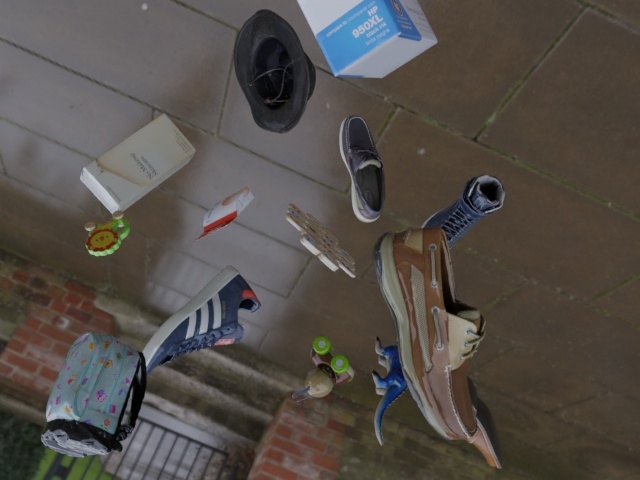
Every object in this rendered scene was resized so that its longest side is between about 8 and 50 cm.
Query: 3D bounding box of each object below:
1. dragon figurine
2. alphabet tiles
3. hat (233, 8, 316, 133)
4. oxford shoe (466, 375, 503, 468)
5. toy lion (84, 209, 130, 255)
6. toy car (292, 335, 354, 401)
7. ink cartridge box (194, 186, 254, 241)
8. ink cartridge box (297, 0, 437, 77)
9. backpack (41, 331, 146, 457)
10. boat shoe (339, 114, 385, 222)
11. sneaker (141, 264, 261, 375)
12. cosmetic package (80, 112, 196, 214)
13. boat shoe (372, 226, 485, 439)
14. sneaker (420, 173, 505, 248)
[{"bbox_3d":[0.185,0.276,1.233,0.144,0.289,0.085,-1,133,14],"label":"dragon figurine"},{"bbox_3d":[0.000,0.000,1.803,0.278,0.284,0.021,42,104,-11],"label":"alphabet tiles"},{"bbox_3d":[-0.096,-0.467,1.638,0.331,0.134,0.331,24,124,43],"label":"hat"},{"bbox_3d":[0.272,0.334,1.083,0.076,0.076,0.212,-25,106,24],"label":"oxford shoe"},{"bbox_3d":[-0.459,-0.011,1.280,0.096,0.100,0.034,51,157,36],"label":"toy lion"},{"bbox_3d":[-0.009,0.398,1.739,0.149,0.188,0.155,43,169,24],"label":"toy car"},{"bbox_3d":[-0.289,-0.077,1.718,0.145,0.179,0.045,-23,107,32],"label":"ink cartridge box"},{"bbox_3d":[0.060,-0.561,1.258,0.166,0.285,0.395,-27,91,29],"label":"ink cartridge box"},{"bbox_3d":[-0.356,0.237,0.934,0.152,0.182,0.115,-15,138,35],"label":"backpack"},{"bbox_3d":[0.118,-0.192,1.529,0.103,0.285,0.092,-5,174,-20],"label":"boat shoe"},{"bbox_3d":[-0.264,0.207,1.342,0.148,0.350,0.131,45,142,-2],"label":"sneaker"},{"bbox_3d":[-0.554,-0.233,1.817,0.160,0.309,0.113,48,150,-7],"label":"cosmetic package"},{"bbox_3d":[0.179,0.132,0.877,0.120,0.122,0.324,-18,90,25],"label":"boat shoe"},{"bbox_3d":[0.300,-0.051,1.271,0.086,0.226,0.163,45,174,3],"label":"sneaker"}]
